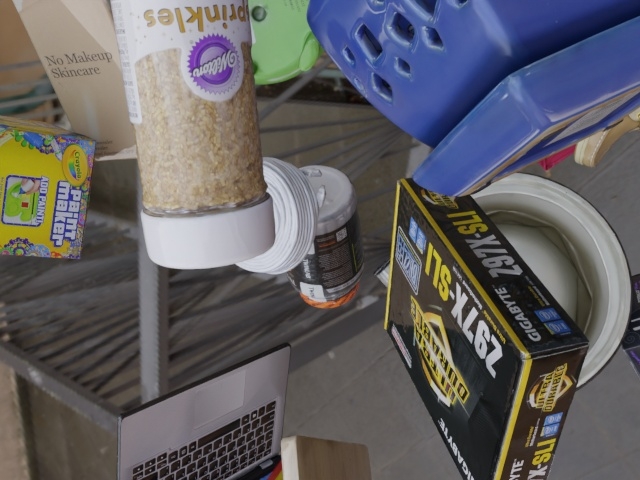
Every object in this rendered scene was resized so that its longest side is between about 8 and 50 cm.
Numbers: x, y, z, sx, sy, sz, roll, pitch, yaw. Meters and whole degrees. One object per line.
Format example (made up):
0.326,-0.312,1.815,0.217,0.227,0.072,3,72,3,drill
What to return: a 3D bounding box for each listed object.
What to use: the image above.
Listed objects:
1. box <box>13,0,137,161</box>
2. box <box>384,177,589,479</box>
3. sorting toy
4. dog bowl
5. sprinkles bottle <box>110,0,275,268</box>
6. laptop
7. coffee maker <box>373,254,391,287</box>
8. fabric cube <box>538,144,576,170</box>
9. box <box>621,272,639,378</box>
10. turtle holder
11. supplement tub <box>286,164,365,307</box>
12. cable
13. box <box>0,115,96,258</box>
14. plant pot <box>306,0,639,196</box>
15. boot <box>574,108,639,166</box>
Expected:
-0.319,-0.279,1.123,0.148,0.121,0.311,-3,130,16,box
0.170,0.110,0.891,0.322,0.079,0.257,-116,23,-49,box
-0.006,0.415,1.065,0.089,0.255,0.257,-14,68,21,sorting toy
0.329,0.092,1.371,0.408,0.408,0.150,55,-179,14,dog bowl
-0.117,-0.158,0.668,0.121,0.121,0.355,10,112,43,sprinkles bottle
-0.127,0.451,1.318,0.236,0.382,0.407,23,117,36,laptop
0.231,0.079,1.649,0.178,0.120,0.171,46,116,4,coffee maker
0.520,-0.370,1.738,0.258,0.259,0.254,57,-179,37,fabric cube
0.669,0.131,1.331,0.270,0.165,0.143,-22,126,26,box
-0.068,-0.415,1.301,0.320,0.227,0.243,-40,101,19,turtle holder
0.000,0.000,1.885,0.207,0.207,0.338,30,147,34,supplement tub
-0.120,-0.051,1.651,0.257,0.089,0.257,18,106,33,cable
-0.511,-0.097,1.112,0.290,0.279,0.177,22,105,57,box
0.150,-0.175,0.571,0.212,0.236,0.236,64,165,7,plant pot
0.516,-0.179,1.103,0.203,0.095,0.262,38,93,21,boot
